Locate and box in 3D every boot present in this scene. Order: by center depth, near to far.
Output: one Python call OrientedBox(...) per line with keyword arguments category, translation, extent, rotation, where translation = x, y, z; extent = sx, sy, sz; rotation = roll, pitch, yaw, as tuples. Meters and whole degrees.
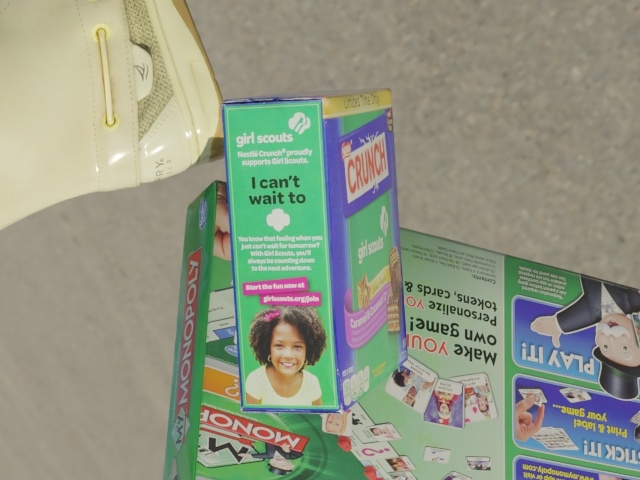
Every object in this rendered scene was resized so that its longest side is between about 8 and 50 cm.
OrientedBox(category="boot", translation=(-0.189, -0.132, 0.874), extent=(0.262, 0.203, 0.095), rotation=(67, 165, -1))

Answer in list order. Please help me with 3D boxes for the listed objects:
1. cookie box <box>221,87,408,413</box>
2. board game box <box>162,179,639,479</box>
OrientedBox(category="cookie box", translation=(0.000, 0.000, 0.561), extent=(0.092, 0.040, 0.107), rotation=(-24, -69, -71))
OrientedBox(category="board game box", translation=(0.069, 0.104, 0.886), extent=(0.317, 0.213, 0.046), rotation=(14, 155, -24))
